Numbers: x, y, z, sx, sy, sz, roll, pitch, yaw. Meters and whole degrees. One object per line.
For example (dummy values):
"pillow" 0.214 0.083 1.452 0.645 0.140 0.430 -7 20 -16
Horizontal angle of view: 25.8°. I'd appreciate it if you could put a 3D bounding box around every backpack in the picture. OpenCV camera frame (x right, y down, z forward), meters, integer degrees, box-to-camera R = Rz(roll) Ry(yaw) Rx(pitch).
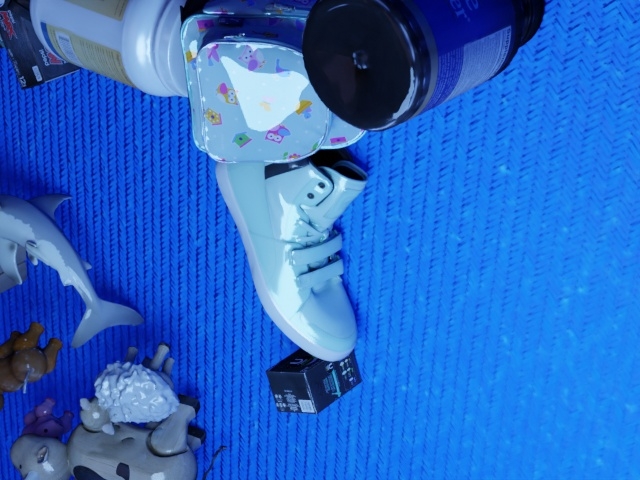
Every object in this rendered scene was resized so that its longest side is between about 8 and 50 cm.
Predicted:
"backpack" -0.035 -0.160 1.335 0.188 0.144 0.166 -5 124 -2

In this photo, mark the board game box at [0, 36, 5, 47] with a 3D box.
"board game box" -0.478 -0.330 1.651 0.136 0.030 0.260 13 149 27

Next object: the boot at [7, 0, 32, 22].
"boot" -0.288 -0.283 1.590 0.121 0.045 0.099 28 108 -16

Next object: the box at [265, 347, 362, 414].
"box" -0.007 0.150 1.535 0.062 0.083 0.052 -2 110 42

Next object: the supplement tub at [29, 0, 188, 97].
"supplement tub" -0.189 -0.234 1.463 0.199 0.144 0.144 24 125 32

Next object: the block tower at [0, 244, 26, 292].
"block tower" -0.551 -0.027 1.926 0.335 0.097 0.091 24 125 29

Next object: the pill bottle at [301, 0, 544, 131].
"pill bottle" 0.095 -0.180 1.185 0.123 0.219 0.123 19 123 33

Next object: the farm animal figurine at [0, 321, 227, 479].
"farm animal figurine" -0.284 0.272 1.732 0.326 0.172 0.330 2 137 26

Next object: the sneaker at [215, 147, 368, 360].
"sneaker" 0.000 0.000 1.450 0.151 0.094 0.256 -23 96 42

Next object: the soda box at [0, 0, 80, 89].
"soda box" -0.347 -0.268 1.647 0.053 0.060 0.169 -8 106 45

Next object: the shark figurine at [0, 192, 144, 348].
"shark figurine" -0.332 -0.005 1.730 0.278 0.116 0.166 35 136 15
